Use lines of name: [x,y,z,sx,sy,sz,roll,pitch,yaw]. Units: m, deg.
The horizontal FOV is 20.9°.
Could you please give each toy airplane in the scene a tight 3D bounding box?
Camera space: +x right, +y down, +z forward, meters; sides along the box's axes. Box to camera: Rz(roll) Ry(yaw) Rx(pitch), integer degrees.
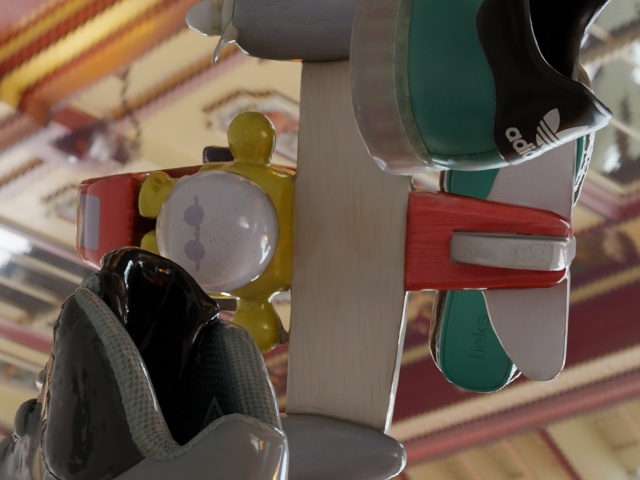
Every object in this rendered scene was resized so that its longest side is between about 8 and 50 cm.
toy airplane: [0.000,0.000,1.262,0.384,0.272,0.386,-45,-112,24]

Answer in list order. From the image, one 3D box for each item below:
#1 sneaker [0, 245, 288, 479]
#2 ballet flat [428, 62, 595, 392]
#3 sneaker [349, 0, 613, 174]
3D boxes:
sneaker: [-0.072,0.067,0.489,0.229,0.086,0.132,3,-100,53]
ballet flat: [0.157,-0.032,1.418,0.124,0.116,0.342,-66,164,-52]
sneaker: [0.098,-0.175,0.801,0.121,0.108,0.302,-2,-106,32]
